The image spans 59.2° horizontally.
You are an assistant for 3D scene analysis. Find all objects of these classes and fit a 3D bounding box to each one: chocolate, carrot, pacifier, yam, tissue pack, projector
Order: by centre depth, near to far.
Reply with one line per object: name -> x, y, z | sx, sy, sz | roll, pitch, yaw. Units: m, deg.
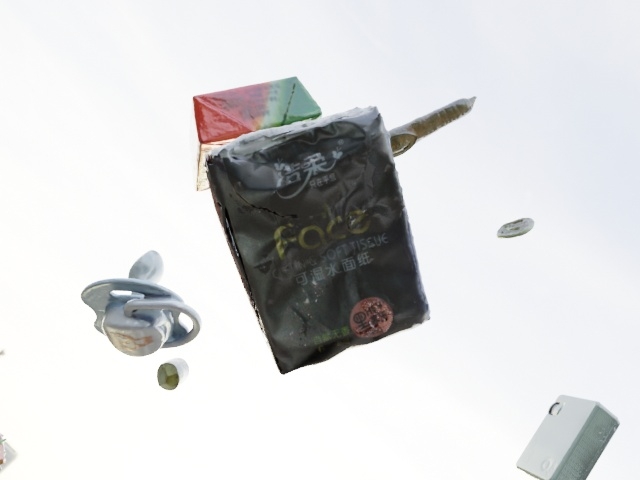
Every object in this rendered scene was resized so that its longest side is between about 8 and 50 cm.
tissue pack -> 0.000, 0.000, 0.773 | 0.123, 0.245, 0.332 | -133, -154, -73
pacifier -> -0.354, 0.118, 1.158 | 0.228, 0.207, 0.279 | 2, -35, -7
yam -> -0.353, 0.315, 1.334 | 0.070, 0.069, 0.146 | 41, -5, 2
carrot -> 0.226, -0.263, 1.370 | 0.342, 0.070, 0.070 | -25, -70, 8
projector -> 0.672, 0.557, 1.535 | 0.099, 0.256, 0.192 | 39, -13, -3
chocolate -> -0.204, -0.299, 1.601 | 0.360, 0.341, 0.161 | 130, -58, -68

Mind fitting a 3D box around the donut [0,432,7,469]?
donut -> -0.714, 0.395, 1.021 | 0.199, 0.233, 0.085 | 44, -20, 12

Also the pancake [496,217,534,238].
pancake -> 0.512, -0.031, 1.481 | 0.108, 0.108, 0.017 | -13, -71, 44
